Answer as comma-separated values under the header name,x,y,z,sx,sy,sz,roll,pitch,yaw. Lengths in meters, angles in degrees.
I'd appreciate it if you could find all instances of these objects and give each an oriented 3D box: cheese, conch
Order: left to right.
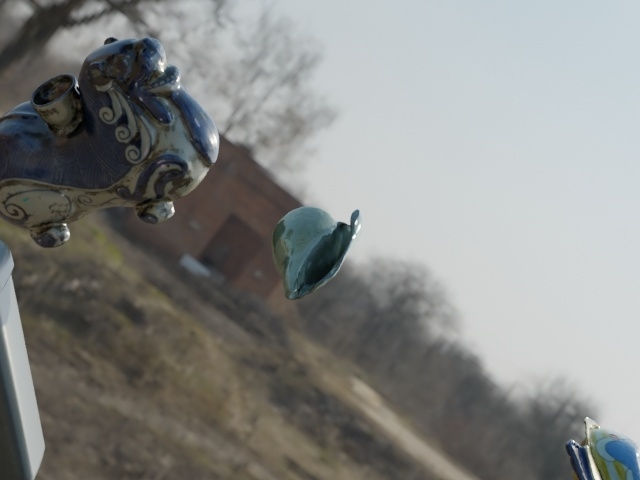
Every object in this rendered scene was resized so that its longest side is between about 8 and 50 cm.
name,x,y,z,sx,sy,sz,roll,pitch,yaw
conch,-0.001,0.007,1.532,0.180,0.088,0.065,-80,161,-64
cheese,0.279,0.246,1.566,0.270,0.069,0.177,29,39,-63

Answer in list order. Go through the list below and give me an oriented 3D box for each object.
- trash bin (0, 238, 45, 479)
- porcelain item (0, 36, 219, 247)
name,x,y,z,sx,sy,sz,roll,pitch,yaw
trash bin,-0.331,0.095,1.369,0.101,0.177,0.236,-96,177,-71
porcelain item,-0.249,-0.106,1.748,0.288,0.138,0.186,-8,-56,30
